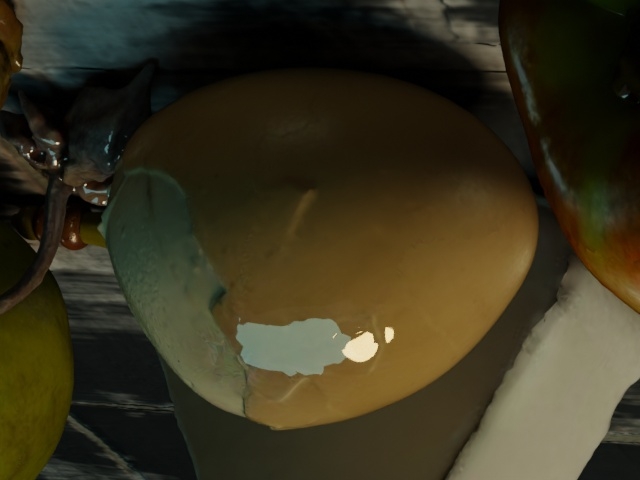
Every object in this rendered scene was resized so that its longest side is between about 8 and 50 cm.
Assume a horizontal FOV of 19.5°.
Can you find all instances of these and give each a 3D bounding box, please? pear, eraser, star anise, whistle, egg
[{"bbox_3d":[-0.296,0.083,1.262,0.252,0.253,0.307,20,178,-25],"label":"pear"},{"bbox_3d":[0.066,0.093,1.216,0.331,0.331,0.150,-6,155,32],"label":"eraser"},{"bbox_3d":[-0.179,0.008,1.103,0.218,0.227,0.148,19,162,-11],"label":"star anise"},{"bbox_3d":[-0.160,-0.012,1.296,0.109,0.057,0.046,7,114,28],"label":"whistle"},{"bbox_3d":[0.000,0.000,1.040,0.244,0.201,0.201,-11,153,13],"label":"egg"}]

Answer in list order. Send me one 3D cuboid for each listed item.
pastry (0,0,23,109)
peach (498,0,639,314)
[{"bbox_3d":[-0.259,-0.097,1.025,0.188,0.103,0.189,7,157,3],"label":"pastry"},{"bbox_3d":[0.215,-0.076,0.754,0.274,0.249,0.245,5,-164,-25],"label":"peach"}]
